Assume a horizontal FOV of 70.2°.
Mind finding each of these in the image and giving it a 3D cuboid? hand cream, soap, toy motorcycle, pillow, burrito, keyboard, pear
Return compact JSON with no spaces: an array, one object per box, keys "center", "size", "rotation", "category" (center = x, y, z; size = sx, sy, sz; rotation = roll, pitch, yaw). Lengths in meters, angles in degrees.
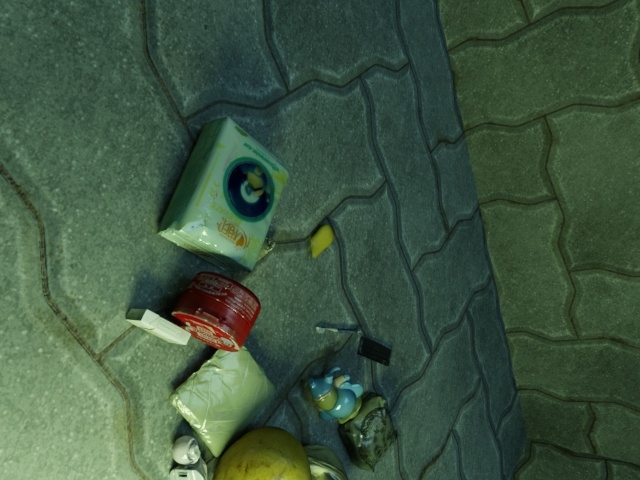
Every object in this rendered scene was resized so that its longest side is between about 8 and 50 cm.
[{"center":[-0.293,0.202,1.295],"size":[0.230,0.230,0.149],"rotation":[48,54,-36],"category":"hand cream"},{"center":[0.000,0.000,1.787],"size":[0.168,0.033,0.089],"rotation":[-41,115,-42],"category":"soap"},{"center":[-0.362,0.671,1.294],"size":[0.112,0.112,0.254],"rotation":[-15,100,-48],"category":"toy motorcycle"},{"center":[-0.289,0.466,1.396],"size":[0.281,0.076,0.274],"rotation":[-45,118,-34],"category":"pillow"},{"center":[-0.220,0.042,1.522],"size":[0.188,0.045,0.058],"rotation":[-39,109,-41],"category":"burrito"},{"center":[0.249,0.500,2.054],"size":[0.250,0.017,0.087],"rotation":[32,65,-42],"category":"keyboard"},{"center":[-0.171,0.709,1.334],"size":[0.314,0.314,0.314],"rotation":[4,84,-49],"category":"pear"}]

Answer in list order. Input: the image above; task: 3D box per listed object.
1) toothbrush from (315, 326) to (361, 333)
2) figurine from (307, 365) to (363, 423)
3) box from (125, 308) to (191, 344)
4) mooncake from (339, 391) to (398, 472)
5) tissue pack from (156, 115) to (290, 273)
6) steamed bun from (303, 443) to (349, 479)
[{"center":[0.079,0.370,1.862],"size":[0.288,0.024,0.026],"rotation":[15,77,-48],"category":"toothbrush"},{"center":[0.059,0.584,1.732],"size":[0.180,0.154,0.262],"rotation":[-45,125,-28],"category":"figurine"},{"center":[-0.438,0.234,1.230],"size":[0.154,0.084,0.040],"rotation":[45,57,-38],"category":"box"},{"center":[0.217,0.802,1.909],"size":[0.250,0.136,0.254],"rotation":[-36,114,-40],"category":"mooncake"},{"center":[-0.279,-0.131,1.379],"size":[0.287,0.162,0.388],"rotation":[36,61,-38],"category":"tissue pack"},{"center":[-0.020,0.900,1.546],"size":[0.352,0.247,0.339],"rotation":[9,82,-53],"category":"steamed bun"}]
